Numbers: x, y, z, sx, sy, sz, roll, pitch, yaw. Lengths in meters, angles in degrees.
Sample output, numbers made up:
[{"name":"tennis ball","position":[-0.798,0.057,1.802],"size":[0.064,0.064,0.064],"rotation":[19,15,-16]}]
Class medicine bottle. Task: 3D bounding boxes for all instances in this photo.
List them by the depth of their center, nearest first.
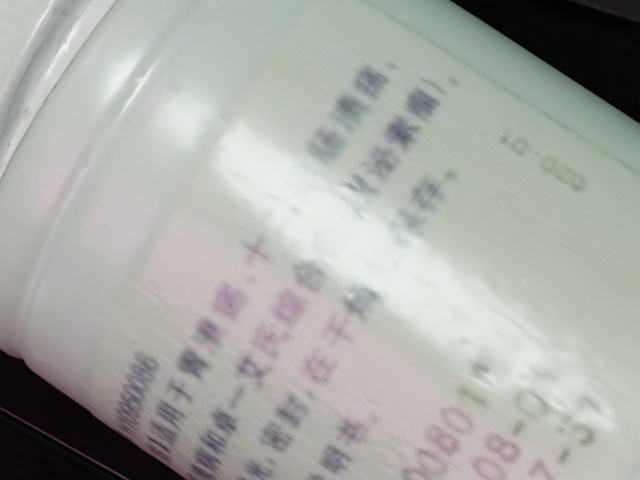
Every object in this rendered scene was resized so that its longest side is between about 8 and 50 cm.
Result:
[{"name":"medicine bottle","position":[0.000,0.000,0.543],"size":[0.332,0.190,0.190],"rotation":[34,130,5]}]

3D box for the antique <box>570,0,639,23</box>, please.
[{"name":"antique","position":[0.156,-0.075,0.525],"size":[0.192,0.015,0.031],"rotation":[21,129,16]}]
